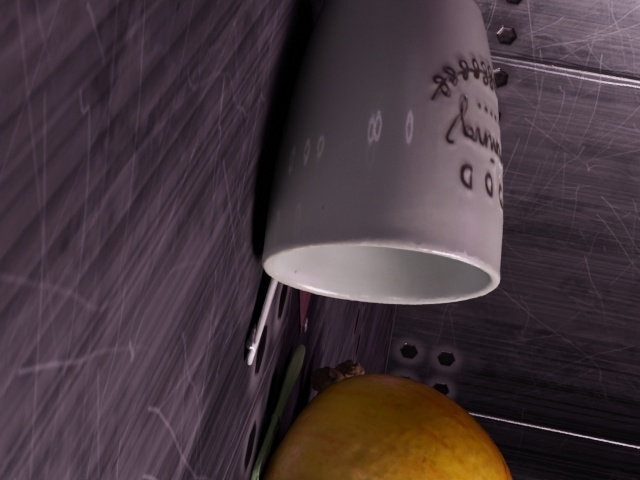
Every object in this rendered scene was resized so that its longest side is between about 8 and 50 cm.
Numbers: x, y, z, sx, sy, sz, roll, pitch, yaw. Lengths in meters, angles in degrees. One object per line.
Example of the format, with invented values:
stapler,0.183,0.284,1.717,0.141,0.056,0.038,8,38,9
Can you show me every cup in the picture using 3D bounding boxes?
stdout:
cup,0.076,-0.069,1.196,0.258,0.186,0.234,31,61,-54

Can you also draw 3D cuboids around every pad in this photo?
pad,0.000,0.000,1.586,0.113,0.006,0.188,89,13,-59

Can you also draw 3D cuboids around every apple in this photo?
apple,0.068,0.275,1.468,0.286,0.233,0.286,-47,152,-35

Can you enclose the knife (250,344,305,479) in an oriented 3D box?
knife,-0.043,0.175,1.468,0.207,0.014,0.030,-69,170,-51

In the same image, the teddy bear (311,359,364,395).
teddy bear,0.029,0.248,1.715,0.251,0.129,0.182,-69,170,-56

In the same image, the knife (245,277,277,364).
knife,-0.019,-0.048,1.265,0.081,0.043,0.336,103,5,-74
